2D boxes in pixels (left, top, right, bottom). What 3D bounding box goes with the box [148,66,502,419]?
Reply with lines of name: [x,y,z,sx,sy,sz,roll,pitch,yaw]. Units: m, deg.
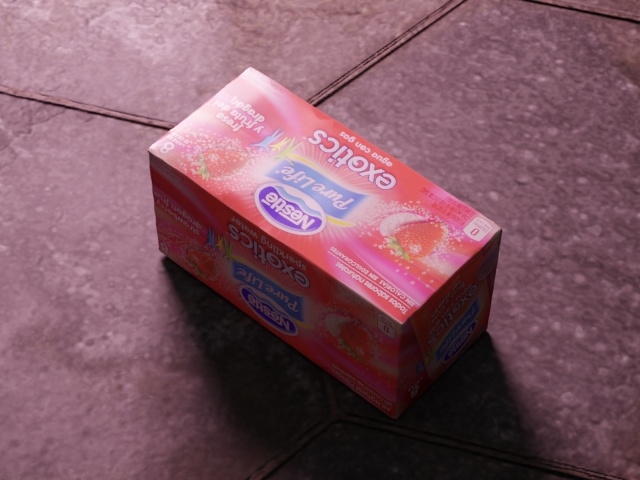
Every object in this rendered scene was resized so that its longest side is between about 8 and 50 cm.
box: [0.000,0.000,1.587,0.300,0.154,0.142,35,59,23]
